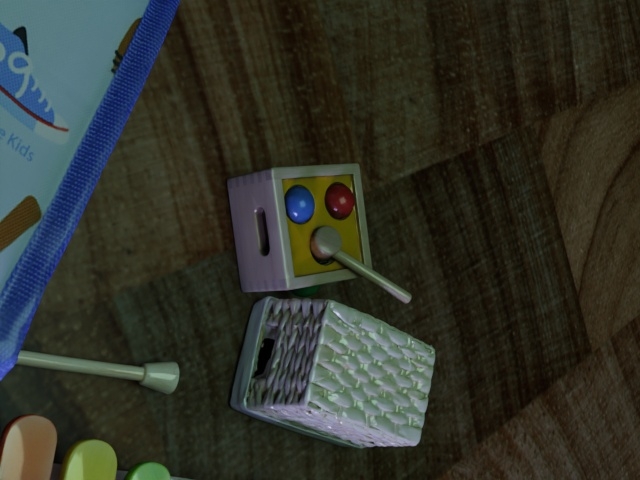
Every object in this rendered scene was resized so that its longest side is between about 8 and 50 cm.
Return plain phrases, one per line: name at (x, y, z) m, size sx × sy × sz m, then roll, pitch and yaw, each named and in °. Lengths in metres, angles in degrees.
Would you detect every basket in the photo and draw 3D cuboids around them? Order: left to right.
basket at (0.017, 0.129, 0.804) m, size 0.167 × 0.103 × 0.113 m, roll 27°, pitch 67°, yaw -35°

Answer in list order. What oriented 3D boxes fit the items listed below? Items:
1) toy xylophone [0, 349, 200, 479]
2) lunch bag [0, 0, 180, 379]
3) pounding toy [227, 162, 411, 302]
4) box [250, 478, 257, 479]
toy xylophone at (-0.194, 0.196, 0.625) m, size 0.322 × 0.081 × 0.236 m, roll 9°, pitch 79°, yaw -40°
lunch bag at (-0.240, -0.162, 0.409) m, size 0.328 × 0.239 × 0.385 m, roll 36°, pitch 61°, yaw -31°
pounding toy at (0.000, 0.000, 0.805) m, size 0.130 × 0.100 × 0.141 m, roll -8°, pitch 90°, yaw -41°
box at (-0.012, 0.356, 0.783) m, size 0.232 × 0.059 × 0.183 m, roll 41°, pitch 60°, yaw -31°
